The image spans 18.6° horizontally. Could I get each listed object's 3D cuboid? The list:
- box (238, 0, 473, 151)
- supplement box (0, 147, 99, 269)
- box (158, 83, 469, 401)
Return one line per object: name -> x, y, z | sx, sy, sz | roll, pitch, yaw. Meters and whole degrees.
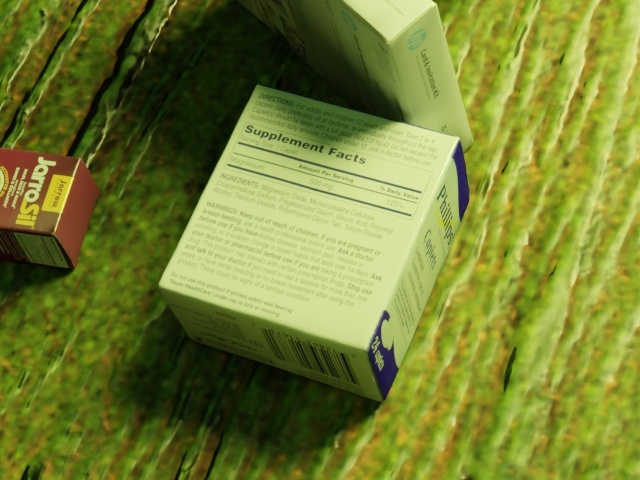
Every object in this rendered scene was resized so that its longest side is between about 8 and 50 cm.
box -> 0.003, -0.135, 1.102 | 0.038, 0.145, 0.186 | -39, 61, -9
supplement box -> -0.178, -0.020, 1.137 | 0.083, 0.043, 0.055 | 7, 62, 15
box -> 0.000, 0.000, 1.071 | 0.126, 0.072, 0.137 | 17, 67, 20
